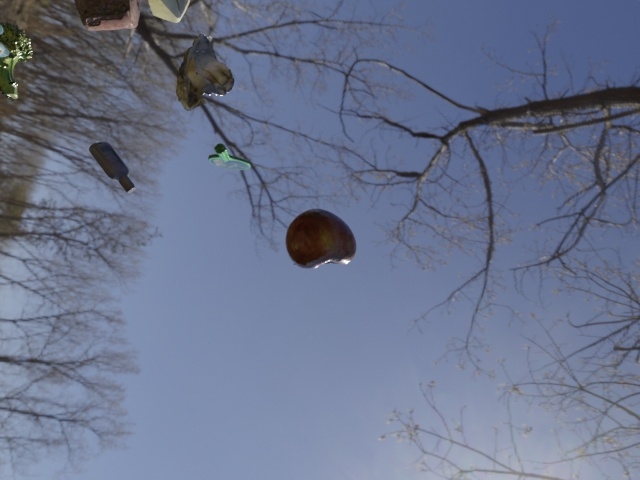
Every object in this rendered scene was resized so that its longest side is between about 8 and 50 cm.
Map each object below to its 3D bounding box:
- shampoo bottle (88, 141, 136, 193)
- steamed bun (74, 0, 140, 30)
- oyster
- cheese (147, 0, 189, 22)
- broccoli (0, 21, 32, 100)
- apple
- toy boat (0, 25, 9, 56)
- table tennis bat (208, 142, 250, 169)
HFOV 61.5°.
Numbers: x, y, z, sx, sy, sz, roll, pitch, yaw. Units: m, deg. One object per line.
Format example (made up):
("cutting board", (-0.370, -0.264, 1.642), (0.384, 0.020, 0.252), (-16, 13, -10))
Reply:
("shampoo bottle", (-0.592, -0.210, 1.552), (0.040, 0.080, 0.165), (-36, -90, 24))
("steamed bun", (-0.494, -0.576, 1.241), (0.106, 0.144, 0.175), (-161, -111, -82))
("oyster", (-0.415, -0.585, 1.897), (0.100, 0.271, 0.276), (-25, -96, 45))
("cheese", (-0.472, -0.893, 1.755), (0.242, 0.123, 0.266), (118, -11, -77))
("broccoli", (-1.084, -0.652, 1.875), (0.180, 0.273, 0.242), (-29, -168, 1))
("apple", (0.000, 0.000, 1.497), (0.173, 0.195, 0.160), (-109, -167, -48))
("toy boat", (-0.854, -0.543, 1.325), (0.078, 0.207, 0.134), (-23, -108, 10))
("table tennis bat", (-0.345, -0.301, 1.987), (0.257, 0.160, 0.039), (79, 18, -81))
